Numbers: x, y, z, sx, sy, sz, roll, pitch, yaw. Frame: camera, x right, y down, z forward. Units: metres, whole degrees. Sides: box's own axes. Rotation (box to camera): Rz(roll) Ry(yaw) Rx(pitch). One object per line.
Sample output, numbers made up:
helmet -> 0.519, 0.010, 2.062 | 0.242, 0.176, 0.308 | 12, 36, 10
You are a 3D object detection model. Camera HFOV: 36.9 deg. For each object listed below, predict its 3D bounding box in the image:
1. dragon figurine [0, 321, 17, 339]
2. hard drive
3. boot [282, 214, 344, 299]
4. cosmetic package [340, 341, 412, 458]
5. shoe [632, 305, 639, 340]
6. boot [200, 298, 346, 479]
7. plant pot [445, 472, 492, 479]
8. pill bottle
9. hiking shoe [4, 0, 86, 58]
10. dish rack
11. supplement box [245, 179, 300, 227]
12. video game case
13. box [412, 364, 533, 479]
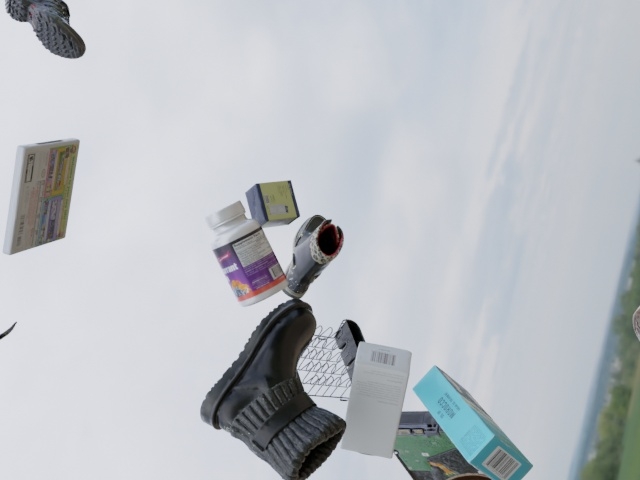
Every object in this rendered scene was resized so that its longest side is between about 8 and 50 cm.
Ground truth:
dragon figurine -> -0.756, 0.235, 1.978 | 0.289, 0.144, 0.085 | -4, -76, -34
hard drive -> 0.306, 0.506, 2.239 | 0.339, 0.237, 0.064 | 56, -142, -41
boot -> 0.001, 0.002, 2.116 | 0.178, 0.085, 0.236 | -49, 15, 47
cosmetic package -> 0.116, 0.336, 2.008 | 0.085, 0.117, 0.231 | -71, -9, -60
shoe -> 0.522, 0.104, 1.446 | 0.058, 0.076, 0.219 | -27, -36, -9
boot -> -0.045, 0.299, 1.932 | 0.348, 0.260, 0.131 | -53, -31, -24
plant pot -> 0.299, 0.530, 1.635 | 0.230, 0.215, 0.215 | 39, -117, -49
pill bottle -> -0.151, 0.024, 1.881 | 0.193, 0.108, 0.108 | 64, -154, -5
hiking shoe -> -0.576, -0.485, 2.086 | 0.114, 0.227, 0.086 | -38, -17, -43
dish rack -> -0.002, 0.277, 2.246 | 0.271, 0.208, 0.074 | 11, -48, -36
supplement box -> -0.098, -0.074, 1.970 | 0.083, 0.056, 0.083 | -8, -103, -32
video game case -> -0.544, -0.090, 1.874 | 0.193, 0.023, 0.212 | -31, -45, -70
box -> 0.242, 0.300, 1.555 | 0.060, 0.100, 0.244 | -48, 24, 4
